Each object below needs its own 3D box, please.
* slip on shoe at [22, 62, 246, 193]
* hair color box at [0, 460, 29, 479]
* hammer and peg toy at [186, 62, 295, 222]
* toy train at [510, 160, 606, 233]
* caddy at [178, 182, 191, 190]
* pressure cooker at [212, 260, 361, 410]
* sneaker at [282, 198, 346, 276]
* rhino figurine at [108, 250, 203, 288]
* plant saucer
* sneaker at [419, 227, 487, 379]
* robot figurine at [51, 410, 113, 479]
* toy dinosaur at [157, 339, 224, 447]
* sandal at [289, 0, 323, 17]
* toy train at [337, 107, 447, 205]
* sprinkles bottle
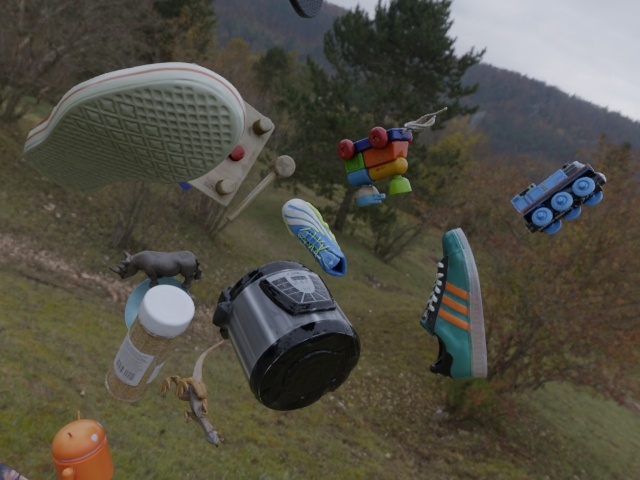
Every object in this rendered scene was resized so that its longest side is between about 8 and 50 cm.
[{"bbox_3d":[-0.195,-0.120,0.481,0.331,0.101,0.123,-2,-33,43],"label":"slip on shoe"},{"bbox_3d":[-0.680,0.515,0.986,0.167,0.053,0.093,57,39,-28],"label":"hair color box"},{"bbox_3d":[-0.232,-0.218,1.174,0.361,0.266,0.127,35,-14,-25],"label":"hammer and peg toy"},{"bbox_3d":[0.512,-0.095,1.029,0.080,0.184,0.105,25,32,-41],"label":"toy train"},{"bbox_3d":[-0.415,-0.307,1.408,0.341,0.179,0.241,55,-10,-16],"label":"caddy"},{"bbox_3d":[-0.119,0.274,1.529,0.420,0.375,0.370,53,-3,45],"label":"pressure cooker"},{"bbox_3d":[0.000,0.000,1.185,0.240,0.091,0.126,50,-3,-33],"label":"sneaker"},{"bbox_3d":[-0.448,0.071,1.298,0.243,0.106,0.073,1,38,-9],"label":"rhino figurine"},{"bbox_3d":[-0.448,0.197,1.339,0.195,0.195,0.037,29,-12,15],"label":"plant saucer"},{"bbox_3d":[0.256,0.129,0.957,0.121,0.302,0.108,-6,-3,11],"label":"sneaker"},{"bbox_3d":[-0.601,0.552,1.206,0.128,0.219,0.158,6,19,33],"label":"robot figurine"},{"bbox_3d":[-0.216,0.256,0.824,0.112,0.064,0.211,43,21,-45],"label":"toy dinosaur"},{"bbox_3d":[-0.079,-0.583,0.995,0.054,0.097,0.254,27,-21,40],"label":"sandal"},{"bbox_3d":[0.153,-0.156,0.952,0.105,0.143,0.248,-12,1,-44],"label":"toy train"},{"bbox_3d":[-0.434,0.265,1.191,0.121,0.355,0.121,25,34,-18],"label":"sprinkles bottle"}]
